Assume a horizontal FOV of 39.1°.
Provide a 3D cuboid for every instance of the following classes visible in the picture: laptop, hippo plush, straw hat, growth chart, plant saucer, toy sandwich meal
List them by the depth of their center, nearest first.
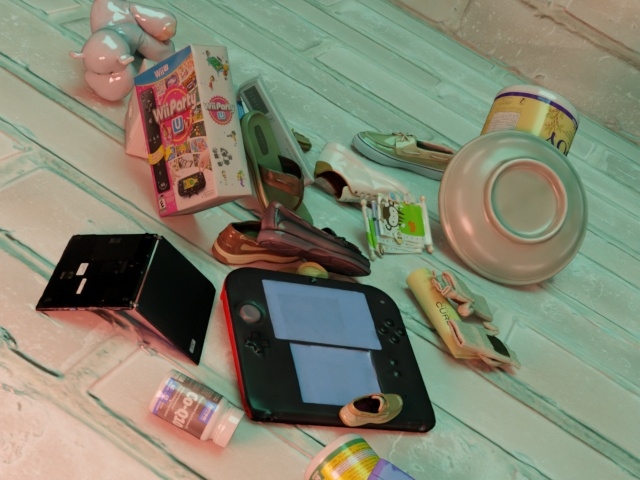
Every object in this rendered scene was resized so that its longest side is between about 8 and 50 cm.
[{"bbox_3d":[-0.341,0.102,1.632,0.265,0.136,0.234,-1,32,3],"label":"laptop"},{"bbox_3d":[-0.021,0.079,1.862,0.145,0.061,0.144,19,31,-12],"label":"straw hat"},{"bbox_3d":[-0.466,-0.467,2.157,0.235,0.294,0.236,-1,44,-4],"label":"hippo plush"},{"bbox_3d":[0.185,-0.040,2.165,0.237,0.021,0.171,-3,75,-41],"label":"growth chart"},{"bbox_3d":[0.496,-0.091,2.232,0.401,0.400,0.100,22,-13,-8],"label":"plant saucer"},{"bbox_3d":[-0.055,-0.268,2.384,0.086,0.029,0.085,19,32,-13],"label":"toy sandwich meal"}]

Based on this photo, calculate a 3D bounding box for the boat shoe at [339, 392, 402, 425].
[{"bbox_3d":[0.097,0.293,1.583,0.135,0.045,0.050,-8,55,-39],"label":"boat shoe"}]

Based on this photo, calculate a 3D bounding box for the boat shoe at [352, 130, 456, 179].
[{"bbox_3d":[0.238,-0.260,2.533,0.303,0.094,0.109,15,33,-20],"label":"boat shoe"}]

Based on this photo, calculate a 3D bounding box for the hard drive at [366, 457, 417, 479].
[{"bbox_3d":[0.091,0.485,1.235,0.210,0.040,0.318,32,55,9],"label":"hard drive"}]

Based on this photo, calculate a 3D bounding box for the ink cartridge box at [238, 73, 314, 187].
[{"bbox_3d":[-0.107,-0.266,2.177,0.275,0.060,0.239,61,3,-13],"label":"ink cartridge box"}]

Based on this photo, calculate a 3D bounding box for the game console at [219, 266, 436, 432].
[{"bbox_3d":[0.011,0.201,1.689,0.387,0.060,0.342,9,38,-26],"label":"game console"}]

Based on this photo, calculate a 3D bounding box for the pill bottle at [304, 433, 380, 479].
[{"bbox_3d":[0.079,0.410,1.388,0.118,0.117,0.208,-10,47,-45],"label":"pill bottle"}]

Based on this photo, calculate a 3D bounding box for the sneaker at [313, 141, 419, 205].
[{"bbox_3d":[0.108,-0.119,2.252,0.290,0.106,0.123,32,63,-6],"label":"sneaker"}]

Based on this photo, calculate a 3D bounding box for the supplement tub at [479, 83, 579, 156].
[{"bbox_3d":[0.537,-0.228,2.439,0.241,0.331,0.241,22,-14,6],"label":"supplement tub"}]

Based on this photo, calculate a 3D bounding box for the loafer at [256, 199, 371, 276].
[{"bbox_3d":[0.000,0.000,1.882,0.303,0.109,0.095,21,69,-41],"label":"loafer"}]

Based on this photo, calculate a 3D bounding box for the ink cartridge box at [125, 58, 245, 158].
[{"bbox_3d":[-0.316,-0.281,2.071,0.233,0.168,0.171,13,34,-23],"label":"ink cartridge box"}]

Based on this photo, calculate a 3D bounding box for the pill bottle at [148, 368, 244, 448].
[{"bbox_3d":[-0.195,0.268,1.429,0.137,0.078,0.078,28,31,2],"label":"pill bottle"}]

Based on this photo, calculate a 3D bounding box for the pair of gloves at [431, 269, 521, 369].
[{"bbox_3d":[0.336,0.167,1.961,0.204,0.042,0.240,31,28,-34],"label":"pair of gloves"}]

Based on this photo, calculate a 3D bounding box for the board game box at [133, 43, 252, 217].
[{"bbox_3d":[-0.261,-0.216,1.828,0.098,0.224,0.303,-7,85,-42],"label":"board game box"}]

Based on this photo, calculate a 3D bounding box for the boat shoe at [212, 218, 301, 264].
[{"bbox_3d":[-0.102,-0.008,1.896,0.258,0.095,0.095,-10,47,-45],"label":"boat shoe"}]

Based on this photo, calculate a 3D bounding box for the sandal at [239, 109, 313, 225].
[{"bbox_3d":[-0.092,-0.149,2.007,0.120,0.086,0.302,-39,109,-51],"label":"sandal"}]

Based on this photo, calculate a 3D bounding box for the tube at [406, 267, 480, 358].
[{"bbox_3d":[0.268,0.163,1.963,0.070,0.062,0.240,-22,53,-9],"label":"tube"}]
